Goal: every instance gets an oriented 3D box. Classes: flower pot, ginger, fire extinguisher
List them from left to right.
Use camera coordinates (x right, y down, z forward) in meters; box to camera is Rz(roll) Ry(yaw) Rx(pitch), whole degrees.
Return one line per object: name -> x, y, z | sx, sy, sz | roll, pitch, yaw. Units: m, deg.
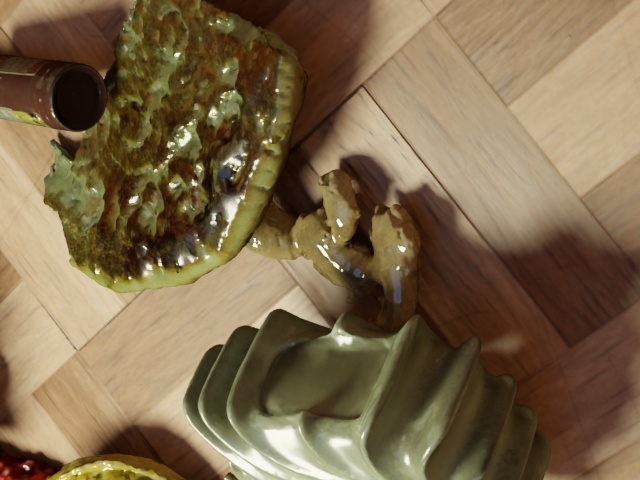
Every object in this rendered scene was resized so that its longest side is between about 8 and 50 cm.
fire extinguisher -> -0.335, -0.185, 1.742 | 0.252, 0.075, 0.106 | 14, 97, 47
ginger -> 0.009, -0.011, 1.609 | 0.258, 0.065, 0.149 | 40, 118, 20
flower pot -> 0.033, 0.191, 1.572 | 0.367, 0.165, 0.254 | 2, 144, 35

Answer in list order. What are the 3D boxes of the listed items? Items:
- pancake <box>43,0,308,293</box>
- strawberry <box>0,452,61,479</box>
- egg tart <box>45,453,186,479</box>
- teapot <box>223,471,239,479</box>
pancake -> -0.161, -0.097, 1.656 | 0.305, 0.066, 0.427 | 55, 131, 28
strawberry -> -0.440, 0.401, 2.008 | 0.336, 0.149, 0.265 | -22, 95, 36
egg tart -> -0.246, 0.394, 1.849 | 0.294, 0.123, 0.294 | 2, 109, 5
teapot -> -0.069, 0.270, 1.766 | 0.080, 0.085, 0.110 | 30, 103, 17
